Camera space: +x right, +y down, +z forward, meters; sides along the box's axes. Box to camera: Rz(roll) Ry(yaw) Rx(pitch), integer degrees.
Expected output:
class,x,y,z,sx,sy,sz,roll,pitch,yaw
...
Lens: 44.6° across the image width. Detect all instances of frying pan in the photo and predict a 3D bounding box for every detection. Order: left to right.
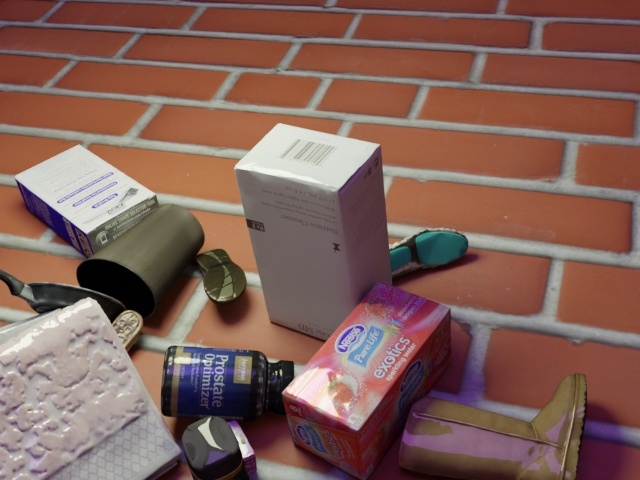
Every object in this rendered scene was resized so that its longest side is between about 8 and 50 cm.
class,x,y,z,sx,sy,sz,roll,pitch,yaw
frying pan,-0.507,0.101,1.462,0.197,0.326,0.053,-3,67,26

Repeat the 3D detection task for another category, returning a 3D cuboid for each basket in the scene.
class,x,y,z,sx,sy,sz,roll,pitch,yaw
basket,-0.353,0.035,1.619,0.205,0.154,0.227,3,36,33

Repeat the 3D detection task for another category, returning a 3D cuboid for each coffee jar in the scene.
class,x,y,z,sx,sy,sz,roll,pitch,yaw
coffee jar,-0.152,0.353,1.182,0.079,0.184,0.096,-23,42,-17

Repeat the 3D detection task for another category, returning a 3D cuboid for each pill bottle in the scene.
class,x,y,z,sx,sy,sz,roll,pitch,yaw
pill bottle,-0.158,0.247,1.343,0.219,0.122,0.122,4,40,-6

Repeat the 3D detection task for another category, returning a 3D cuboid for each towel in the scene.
class,x,y,z,sx,sy,sz,roll,pitch,yaw
towel,-0.416,0.294,1.208,0.332,0.316,0.053,-32,1,-38

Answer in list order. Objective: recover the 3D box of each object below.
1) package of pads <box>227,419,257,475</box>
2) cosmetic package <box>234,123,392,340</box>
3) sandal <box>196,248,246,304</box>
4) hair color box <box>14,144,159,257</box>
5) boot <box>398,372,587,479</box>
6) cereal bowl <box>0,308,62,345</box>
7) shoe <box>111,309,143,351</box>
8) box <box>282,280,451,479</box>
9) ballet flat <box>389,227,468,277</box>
class,x,y,z,sx,sy,sz,roll,pitch,yaw
package of pads,-0.135,0.344,1.293,0.032,0.050,0.083,-19,41,-21
cosmetic package,0.000,0.000,1.420,0.217,0.384,0.156,15,44,28
sandal,-0.208,0.083,1.613,0.090,0.060,0.219,-15,26,-18
hair color box,-0.542,-0.090,1.825,0.185,0.110,0.339,-34,45,-30
boot,0.284,0.289,1.264,0.270,0.089,0.236,8,42,20
cereal bowl,-0.594,0.238,1.359,0.339,0.141,0.339,-19,4,1
shoe,-0.418,0.225,1.483,0.077,0.058,0.219,40,58,5
box,0.087,0.227,1.324,0.154,0.142,0.300,21,48,31
ballet flat,0.182,0.022,1.601,0.241,0.091,0.077,-13,16,-12
